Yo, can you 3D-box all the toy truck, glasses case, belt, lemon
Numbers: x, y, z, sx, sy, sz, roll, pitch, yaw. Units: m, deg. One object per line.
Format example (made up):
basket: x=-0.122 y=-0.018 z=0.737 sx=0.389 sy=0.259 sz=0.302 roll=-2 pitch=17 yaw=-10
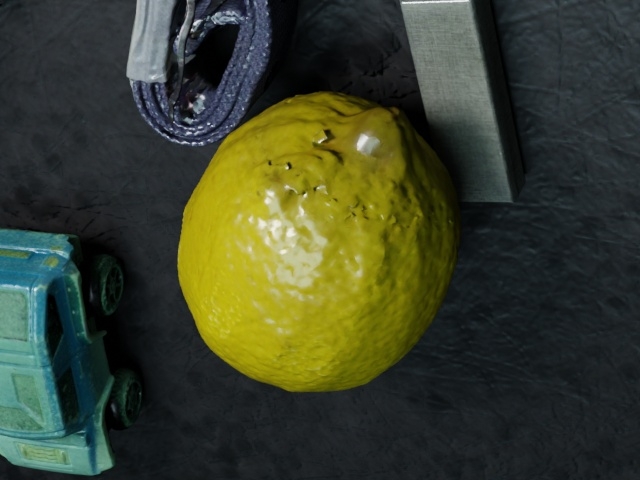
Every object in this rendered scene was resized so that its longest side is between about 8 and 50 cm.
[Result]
toy truck: x=-0.291 y=0.119 z=1.785 sx=0.155 sy=0.156 sz=0.279 roll=6 pitch=124 yaw=18
glasses case: x=0.129 y=-0.130 z=1.518 sx=0.070 sy=0.047 sz=0.205 roll=1 pitch=124 yaw=27
belt: x=-0.101 y=-0.195 z=1.513 sx=0.139 sy=0.126 sz=0.230 roll=17 pitch=128 yaw=7
lemon: x=0.000 y=0.000 z=1.531 sx=0.245 sy=0.245 sz=0.320 roll=27 pitch=132 yaw=1

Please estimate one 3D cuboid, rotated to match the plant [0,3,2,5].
plant: x=-0.448 y=-0.244 z=1.557 sx=0.213 sy=0.312 sz=0.215 roll=55 pitch=171 yaw=29
